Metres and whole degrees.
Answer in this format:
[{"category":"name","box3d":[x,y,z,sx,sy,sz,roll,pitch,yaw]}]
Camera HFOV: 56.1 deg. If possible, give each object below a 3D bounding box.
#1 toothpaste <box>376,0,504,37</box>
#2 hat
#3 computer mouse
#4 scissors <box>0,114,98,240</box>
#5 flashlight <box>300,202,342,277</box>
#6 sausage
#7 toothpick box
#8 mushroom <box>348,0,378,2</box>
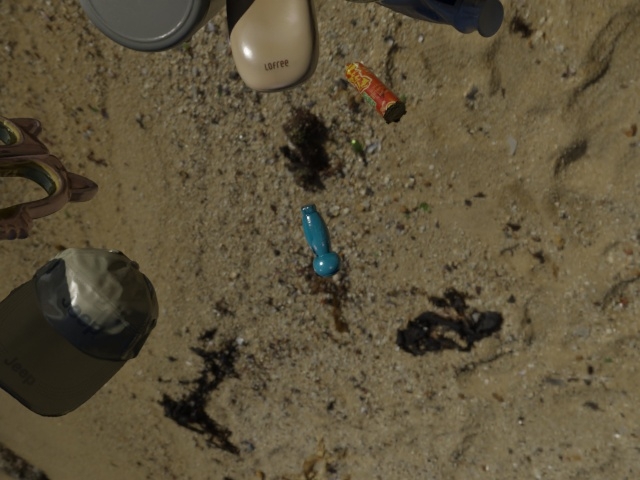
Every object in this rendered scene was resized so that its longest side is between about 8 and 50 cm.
[{"category":"toothpaste","box3d":[0.185,-0.388,1.006,0.096,0.266,0.061,8,107,-39]},{"category":"hat","box3d":[-0.365,0.124,0.901,0.214,0.245,0.149,42,112,-10]},{"category":"computer mouse","box3d":[-0.078,-0.352,0.967,0.145,0.237,0.082,-8,165,7]},{"category":"scissors","box3d":[-0.297,-0.046,0.387,0.160,0.317,0.024,45,117,14]},{"category":"flashlight","box3d":[0.000,0.000,1.019,0.051,0.051,0.129,-11,103,30]},{"category":"sausage","box3d":[0.148,-0.444,1.753,0.264,0.083,0.083,53,158,33]},{"category":"toothpick box","box3d":[-0.256,-0.444,1.016,0.228,0.316,0.229,2,120,4]},{"category":"mushroom","box3d":[0.062,-0.494,0.817,0.290,0.298,0.297,34,136,-22]}]
